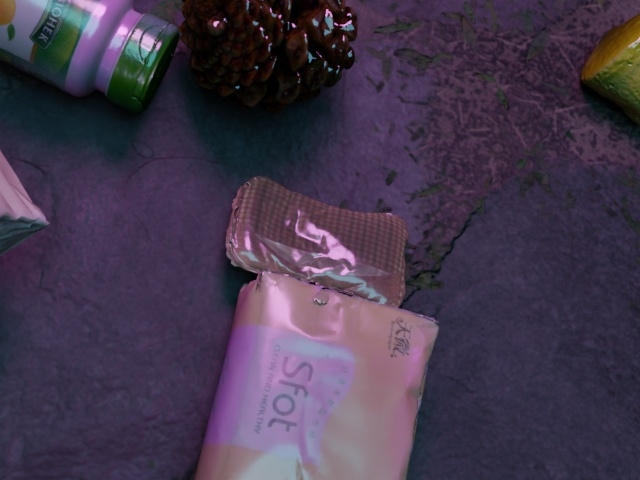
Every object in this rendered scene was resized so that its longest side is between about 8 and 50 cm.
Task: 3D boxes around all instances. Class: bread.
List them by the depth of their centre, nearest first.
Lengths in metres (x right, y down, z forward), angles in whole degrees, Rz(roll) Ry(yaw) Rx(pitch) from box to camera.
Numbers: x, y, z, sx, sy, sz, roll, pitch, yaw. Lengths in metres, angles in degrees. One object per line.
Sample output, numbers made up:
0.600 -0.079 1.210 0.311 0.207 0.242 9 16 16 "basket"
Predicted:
0.405 -0.221 1.281 0.114 0.111 0.129 43 75 -8 "bread"

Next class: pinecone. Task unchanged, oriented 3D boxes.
-0.051 -0.238 1.135 0.207 0.208 0.208 3 75 -13 "pinecone"

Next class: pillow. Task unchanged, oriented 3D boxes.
-0.001 0.002 1.145 0.211 0.034 0.135 16 55 -10 "pillow"

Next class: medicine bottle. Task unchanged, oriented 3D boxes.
-0.294 -0.242 1.101 0.274 0.133 0.133 26 71 -7 "medicine bottle"

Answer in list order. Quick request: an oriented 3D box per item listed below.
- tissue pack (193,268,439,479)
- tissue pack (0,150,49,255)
-0.006 0.182 1.065 0.214 0.123 0.257 16 64 -7 "tissue pack"
-0.486 -0.097 0.947 0.297 0.207 0.380 -31 84 5 "tissue pack"
